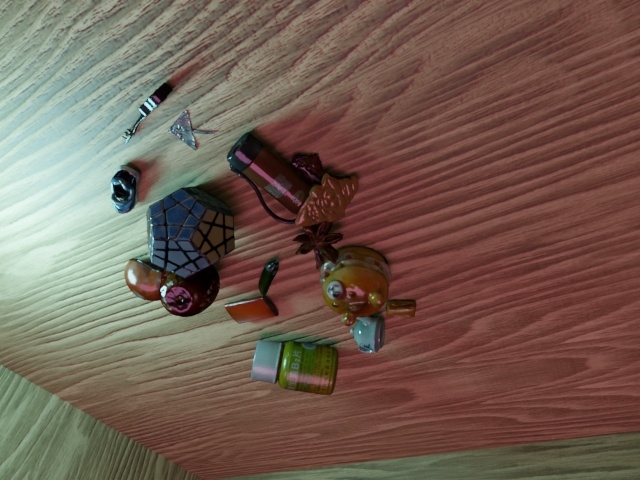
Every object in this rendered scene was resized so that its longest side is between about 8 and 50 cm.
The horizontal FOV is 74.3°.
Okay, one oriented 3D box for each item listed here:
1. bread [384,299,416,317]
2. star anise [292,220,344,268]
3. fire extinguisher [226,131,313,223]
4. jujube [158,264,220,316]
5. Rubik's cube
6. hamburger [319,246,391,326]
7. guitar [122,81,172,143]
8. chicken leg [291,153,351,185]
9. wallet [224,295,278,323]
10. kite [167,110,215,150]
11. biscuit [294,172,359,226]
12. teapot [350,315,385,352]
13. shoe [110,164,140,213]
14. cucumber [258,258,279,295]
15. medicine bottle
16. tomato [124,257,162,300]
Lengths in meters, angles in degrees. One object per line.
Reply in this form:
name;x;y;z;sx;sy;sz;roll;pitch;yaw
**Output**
bread;0.338;0.289;1.787;0.132;0.053;0.074;-1;136;7
star anise;-0.003;-0.004;1.522;0.213;0.111;0.195;9;119;40
fire extinguisher;-0.141;-0.179;1.390;0.376;0.113;0.200;37;150;-24
jujube;-0.499;0.172;1.603;0.223;0.318;0.222;-1;101;-5
Rubik's cube;-0.444;-0.031;1.441;0.320;0.318;0.264;3;159;4
hamburger;0.128;0.178;1.589;0.277;0.236;0.276;2;130;2
guitar;-0.536;-0.378;1.275;0.271;0.083;0.038;-28;120;36
chicken leg;-0.001;-0.219;1.370;0.205;0.053;0.093;28;113;-25
wallet;-0.306;0.307;1.881;0.205;0.045;0.142;-15;131;20
kite;-0.407;-0.343;1.327;0.157;0.011;0.139;4;135;4
biscuit;0.022;-0.124;1.361;0.250;0.035;0.162;-37;118;-2
teapot;0.201;0.405;1.850;0.159;0.158;0.231;-4;123;10
shoe;-0.687;-0.162;1.460;0.092;0.106;0.207;23;136;-12
cucumber;-0.213;0.144;1.719;0.056;0.056;0.250;19;133;-10
medicine bottle;-0.119;0.592;2.000;0.385;0.224;0.224;10;132;-1
tomato;-0.717;0.185;1.737;0.228;0.112;0.199;28;146;6
